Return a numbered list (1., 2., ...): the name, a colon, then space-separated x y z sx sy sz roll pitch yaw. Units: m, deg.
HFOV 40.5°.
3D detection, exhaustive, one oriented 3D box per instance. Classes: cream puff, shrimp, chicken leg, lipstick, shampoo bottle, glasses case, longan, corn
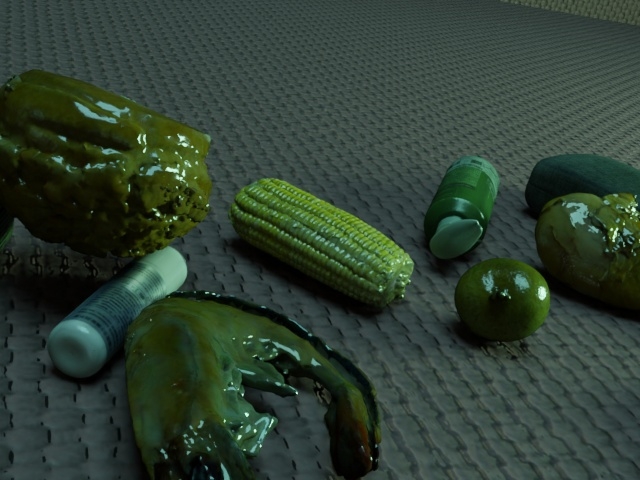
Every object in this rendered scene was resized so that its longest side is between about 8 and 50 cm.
1. cream puff: -0.157 -0.047 0.606 0.165 0.115 0.150 23 1 23
2. shrimp: -0.034 0.100 0.516 0.173 0.058 0.253 11 21 -26
3. chicken leg: 0.299 0.024 0.811 0.207 0.085 0.101 30 41 15
4. lipstick: -0.135 0.045 0.591 0.040 0.040 0.141 17 24 8
5. shampoo bottle: 0.143 -0.032 0.873 0.065 0.065 0.204 18 24 10
6. glasses case: 0.369 -0.004 0.916 0.131 0.074 0.323 -7 31 -35
7. longan: 0.143 0.046 0.687 0.075 0.075 0.083 23 -2 20
8. corn: 0.000 0.000 0.735 0.165 0.063 0.085 28 4 25

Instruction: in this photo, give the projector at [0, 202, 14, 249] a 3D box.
1. projector: -0.359 -0.036 0.593 0.269 0.088 0.193 12 27 -4
